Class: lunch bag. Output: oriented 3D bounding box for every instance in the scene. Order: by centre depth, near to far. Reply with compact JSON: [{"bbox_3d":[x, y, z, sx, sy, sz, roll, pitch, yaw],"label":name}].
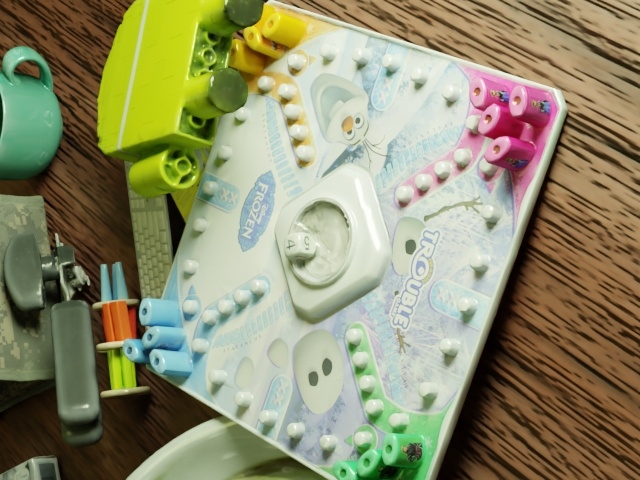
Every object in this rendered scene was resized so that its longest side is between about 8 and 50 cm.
[{"bbox_3d":[-0.448,0.098,1.875,0.287,0.169,0.235,-26,70,40],"label":"lunch bag"}]

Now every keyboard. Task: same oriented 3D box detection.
[{"bbox_3d":[-0.177,0.010,1.654,0.072,0.014,0.256,0,98,58],"label":"keyboard"}]

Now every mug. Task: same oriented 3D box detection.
[{"bbox_3d":[-0.358,-0.140,1.835,0.158,0.097,0.129,-27,68,44],"label":"mug"}]

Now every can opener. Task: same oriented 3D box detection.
[{"bbox_3d":[-0.290,0.106,1.722,0.074,0.093,0.280,88,166,-47],"label":"can opener"}]

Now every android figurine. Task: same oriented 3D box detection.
[{"bbox_3d":[-0.146,-0.164,1.523,0.273,0.056,0.248,-12,66,57],"label":"android figurine"}]

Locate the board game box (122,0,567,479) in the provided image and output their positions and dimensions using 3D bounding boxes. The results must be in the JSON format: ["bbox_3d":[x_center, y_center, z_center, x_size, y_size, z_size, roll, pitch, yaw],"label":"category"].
[{"bbox_3d":[0.000,0.000,1.411,0.390,0.050,0.390,25,98,43],"label":"board game box"}]

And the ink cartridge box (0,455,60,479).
[{"bbox_3d":[-0.365,0.384,1.863,0.206,0.045,0.208,-29,69,43],"label":"ink cartridge box"}]

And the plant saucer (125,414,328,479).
[{"bbox_3d":[-0.064,0.352,1.418,0.400,0.100,0.400,-18,51,24],"label":"plant saucer"}]

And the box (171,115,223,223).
[{"bbox_3d":[-0.122,-0.088,1.612,0.105,0.043,0.179,-51,55,34],"label":"box"}]

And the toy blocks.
[{"bbox_3d":[-0.216,0.094,1.665,0.123,0.054,0.148,131,132,-80],"label":"toy blocks"}]
